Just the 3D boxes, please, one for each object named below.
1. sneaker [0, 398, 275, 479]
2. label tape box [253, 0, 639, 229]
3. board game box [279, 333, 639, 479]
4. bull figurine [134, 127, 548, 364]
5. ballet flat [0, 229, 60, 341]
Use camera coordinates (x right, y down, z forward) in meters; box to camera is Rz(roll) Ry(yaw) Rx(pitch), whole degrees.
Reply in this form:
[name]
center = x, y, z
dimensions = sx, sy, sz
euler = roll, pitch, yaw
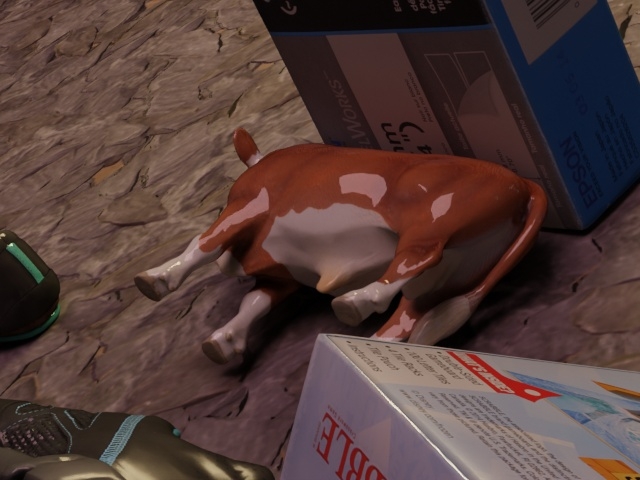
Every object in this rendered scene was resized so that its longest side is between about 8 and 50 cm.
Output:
[sneaker]
center = -0.153, 0.154, 0.909
dimensions = 0.139, 0.125, 0.341
euler = -8, 10, -34
[label tape box]
center = 0.046, -0.139, 1.107
dimensions = 0.106, 0.241, 0.333
euler = -42, 29, -28
[board game box]
center = 0.188, 0.126, 0.450
dimensions = 0.318, 0.066, 0.318
euler = 8, 14, -23
[bull figurine]
center = 0.000, 0.000, 1.047
dimensions = 0.310, 0.101, 0.188
euler = 0, 39, 47
[ballet flat]
center = -0.333, 0.041, 1.276
dimensions = 0.280, 0.096, 0.095
euler = -13, 28, 25
